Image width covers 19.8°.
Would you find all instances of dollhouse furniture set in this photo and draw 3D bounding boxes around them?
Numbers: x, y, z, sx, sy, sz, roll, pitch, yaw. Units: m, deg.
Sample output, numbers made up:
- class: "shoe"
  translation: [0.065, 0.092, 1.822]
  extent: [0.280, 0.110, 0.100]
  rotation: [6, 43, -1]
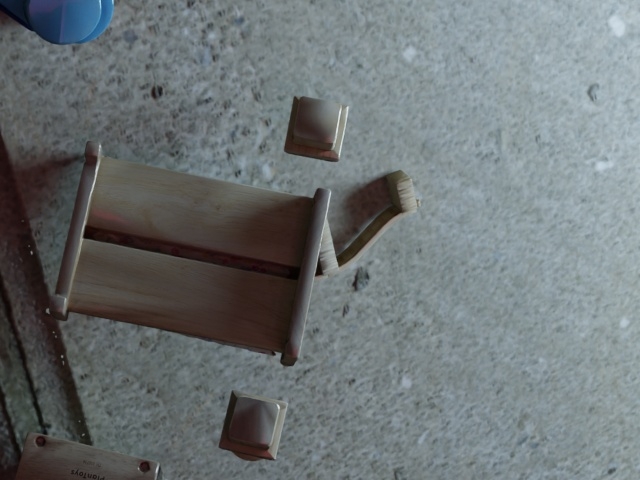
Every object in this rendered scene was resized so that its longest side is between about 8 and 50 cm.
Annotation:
- class: "dollhouse furniture set"
  translation: [-0.162, 0.044, 1.487]
  extent: [0.303, 0.174, 0.355]
  rotation: [12, 77, -1]

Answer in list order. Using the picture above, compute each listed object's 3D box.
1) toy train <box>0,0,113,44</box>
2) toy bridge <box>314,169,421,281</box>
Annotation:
- class: "toy train"
  translation: [-0.146, -0.254, 1.325]
  extent: [0.105, 0.143, 0.248]
  rotation: [35, 94, -29]
- class: "toy bridge"
  translation: [0.000, 0.000, 1.549]
  extent: [0.188, 0.026, 0.063]
  rotation: [-20, 118, -14]
